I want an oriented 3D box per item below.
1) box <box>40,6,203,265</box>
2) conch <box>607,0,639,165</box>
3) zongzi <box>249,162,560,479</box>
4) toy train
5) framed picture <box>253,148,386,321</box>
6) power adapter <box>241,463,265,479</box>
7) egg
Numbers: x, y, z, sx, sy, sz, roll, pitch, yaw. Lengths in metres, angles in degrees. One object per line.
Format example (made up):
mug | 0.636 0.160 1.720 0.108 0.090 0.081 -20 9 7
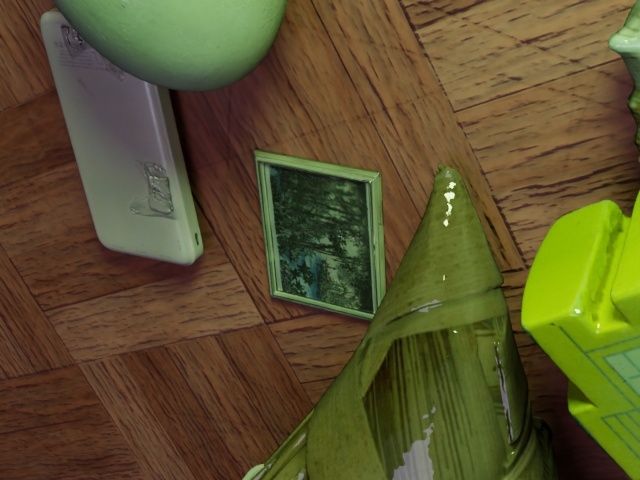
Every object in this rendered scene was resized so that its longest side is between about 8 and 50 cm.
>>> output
box | -0.208 -0.105 1.197 0.142 0.044 0.285 9 125 29
conch | 0.275 -0.141 0.814 0.137 0.114 0.234 54 148 28
zongzi | -0.028 0.205 1.129 0.500 0.218 0.467 -17 99 9
toy train | 0.354 0.116 0.886 0.442 0.179 0.272 45 137 -19
framed picture | 0.000 0.000 1.161 0.142 0.011 0.183 12 126 25
power adapter | -0.052 0.339 1.343 0.125 0.130 0.205 18 127 21
egg | -0.139 -0.256 0.944 0.203 0.203 0.283 -18 114 38
